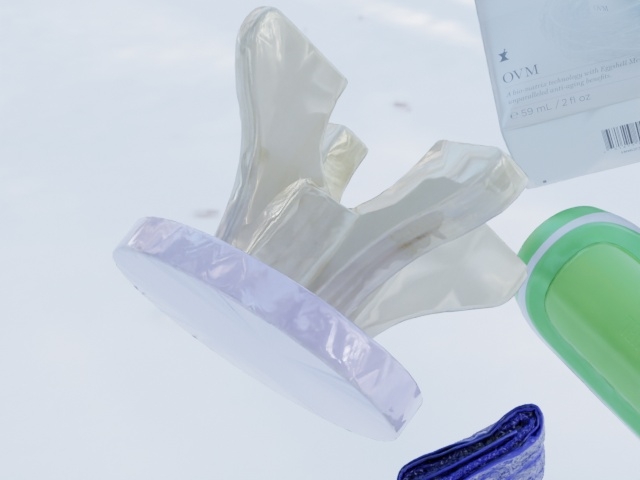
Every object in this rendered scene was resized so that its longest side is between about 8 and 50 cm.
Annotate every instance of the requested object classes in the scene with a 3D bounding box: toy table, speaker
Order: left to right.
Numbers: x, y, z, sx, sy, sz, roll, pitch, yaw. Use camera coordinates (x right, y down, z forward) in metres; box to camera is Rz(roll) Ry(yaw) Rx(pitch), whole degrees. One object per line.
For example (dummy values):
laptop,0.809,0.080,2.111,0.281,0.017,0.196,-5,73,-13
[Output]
toy table,0.000,0.000,0.910,0.161,0.252,0.274,-52,38,-12
speaker,0.276,0.092,1.191,0.131,0.131,0.296,-8,36,-28

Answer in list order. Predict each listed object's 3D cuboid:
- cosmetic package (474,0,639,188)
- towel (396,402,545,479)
cosmetic package,0.270,-0.198,1.424,0.224,0.224,0.138,-14,-27,12
towel,0.231,0.351,2.189,0.228,0.308,0.076,-26,66,-3
